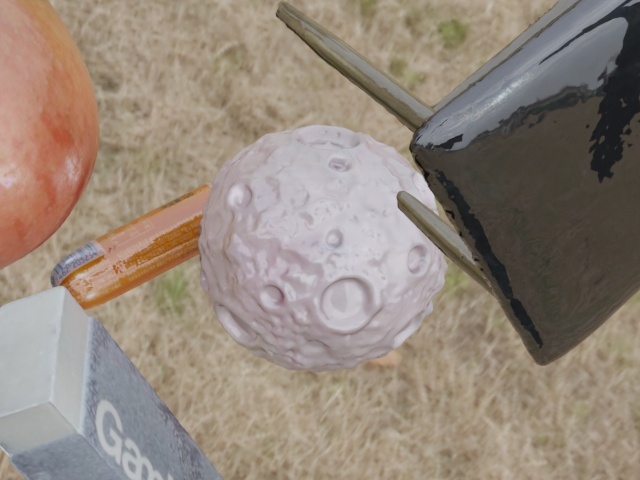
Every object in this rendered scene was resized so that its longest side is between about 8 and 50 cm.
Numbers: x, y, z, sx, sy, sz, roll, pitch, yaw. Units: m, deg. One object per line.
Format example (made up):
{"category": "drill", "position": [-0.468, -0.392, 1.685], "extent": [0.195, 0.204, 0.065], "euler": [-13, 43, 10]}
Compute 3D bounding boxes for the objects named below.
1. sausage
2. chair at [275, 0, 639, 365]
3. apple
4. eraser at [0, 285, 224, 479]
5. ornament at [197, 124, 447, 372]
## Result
{"category": "sausage", "position": [-0.209, 0.013, 1.342], "extent": [0.234, 0.071, 0.071], "euler": [-28, 69, -20]}
{"category": "chair", "position": [0.128, -0.046, 0.531], "extent": [0.166, 0.188, 0.272], "euler": [-40, 42, -4]}
{"category": "apple", "position": [-0.401, -0.133, 1.105], "extent": [0.364, 0.364, 0.364], "euler": [10, 54, -14]}
{"category": "eraser", "position": [-0.112, 0.128, 0.676], "extent": [0.046, 0.212, 0.092], "euler": [-19, 41, 11]}
{"category": "ornament", "position": [0.000, 0.000, 1.201], "extent": [0.259, 0.225, 0.259], "euler": [3, 25, -2]}
